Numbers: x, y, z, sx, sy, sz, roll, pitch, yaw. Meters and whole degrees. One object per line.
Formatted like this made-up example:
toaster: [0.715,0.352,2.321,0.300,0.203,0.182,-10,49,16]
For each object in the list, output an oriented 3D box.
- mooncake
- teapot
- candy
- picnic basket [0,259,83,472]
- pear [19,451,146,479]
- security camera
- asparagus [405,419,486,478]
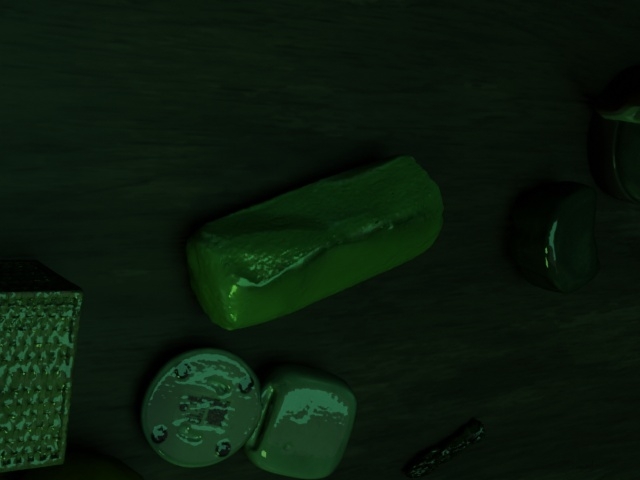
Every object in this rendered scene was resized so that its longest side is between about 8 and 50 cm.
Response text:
mooncake: [0.377,-0.007,1.423,0.168,0.104,0.175,20,90,-34]
teapot: [0.592,-0.165,1.399,0.315,0.312,0.233,23,88,-38]
candy: [0.000,0.000,1.149,0.343,0.132,0.142,-21,158,-27]
picnic basket: [-0.349,0.128,0.926,0.154,0.134,0.196,1,103,-39]
pear: [-0.272,0.339,1.012,0.200,0.200,0.200,-11,110,-33]
security camera: [-0.094,0.222,1.176,0.301,0.080,0.157,17,96,-28]
asparagus: [0.201,0.337,1.446,0.165,0.030,0.036,-23,126,-29]
